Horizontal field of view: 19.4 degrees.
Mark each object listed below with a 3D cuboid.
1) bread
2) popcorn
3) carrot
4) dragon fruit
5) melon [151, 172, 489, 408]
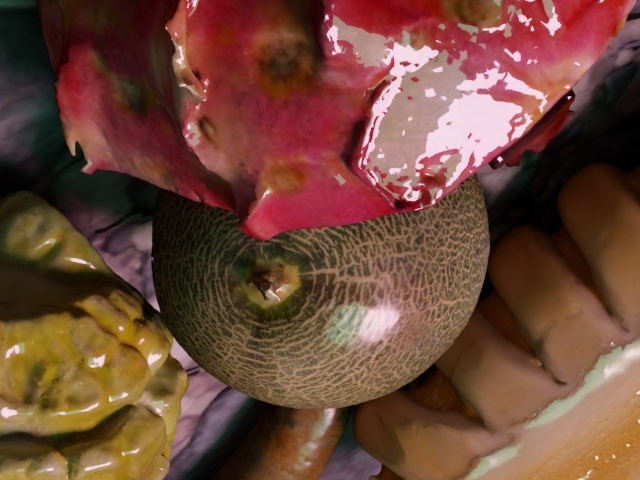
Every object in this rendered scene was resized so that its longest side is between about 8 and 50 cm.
[{"bbox_3d":[0.147,0.046,0.977,0.311,0.121,0.173,-41,142,11],"label":"bread"},{"bbox_3d":[-0.125,0.065,0.781,0.141,0.135,0.162,-21,138,-43],"label":"popcorn"},{"bbox_3d":[-0.049,0.157,1.013,0.078,0.078,0.298,11,122,-45],"label":"carrot"},{"bbox_3d":[0.019,-0.105,0.663,0.274,0.161,0.126,-31,147,1],"label":"dragon fruit"},{"bbox_3d":[0.000,0.000,0.777,0.139,0.139,0.192,-47,177,20],"label":"melon"}]
